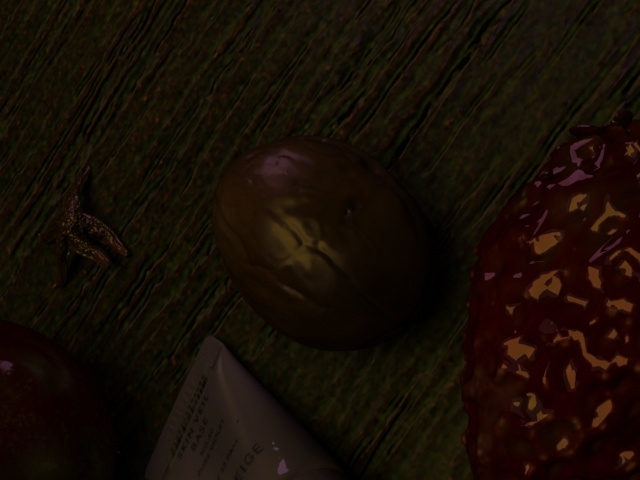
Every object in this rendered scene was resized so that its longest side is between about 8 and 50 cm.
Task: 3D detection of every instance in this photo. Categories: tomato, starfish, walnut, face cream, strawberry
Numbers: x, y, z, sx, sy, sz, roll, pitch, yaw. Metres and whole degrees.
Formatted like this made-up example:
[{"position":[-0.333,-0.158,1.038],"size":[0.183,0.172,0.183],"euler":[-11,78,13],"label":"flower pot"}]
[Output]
[{"position":[-0.323,0.223,1.079],"size":[0.239,0.303,0.303],"euler":[28,95,19],"label":"tomato"},{"position":[-0.258,-0.021,1.212],"size":[0.133,0.041,0.130],"euler":[-11,72,31],"label":"starfish"},{"position":[0.000,0.000,0.962],"size":[0.207,0.167,0.167],"euler":[43,103,24],"label":"walnut"},{"position":[-0.056,0.201,1.011],"size":[0.274,0.096,0.154],"euler":[29,99,47],"label":"face cream"},{"position":[0.209,0.097,0.747],"size":[0.267,0.312,0.351],"euler":[35,118,54],"label":"strawberry"}]
